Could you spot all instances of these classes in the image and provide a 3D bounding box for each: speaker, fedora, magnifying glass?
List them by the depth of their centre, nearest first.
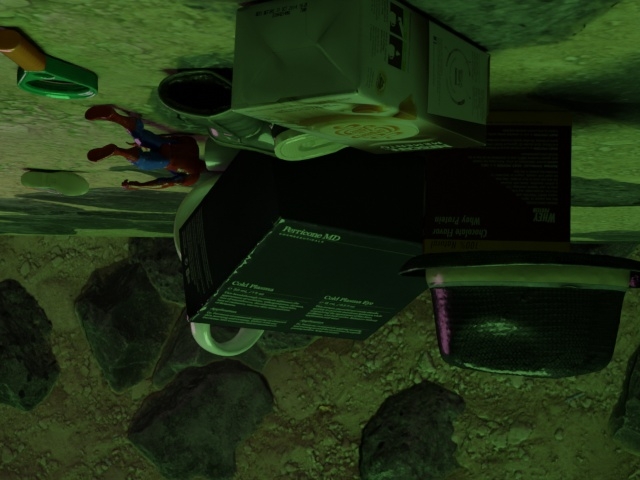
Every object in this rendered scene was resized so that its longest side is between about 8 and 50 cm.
[{"bbox_3d":[-0.310,-0.190,1.019,0.092,0.026,0.231,2,175,0],"label":"magnifying glass"},{"bbox_3d":[0.267,0.100,1.191,0.333,0.153,0.334,2,173,0],"label":"fedora"},{"bbox_3d":[-0.112,-0.136,1.444,0.136,0.055,0.055,1,176,13],"label":"speaker"}]

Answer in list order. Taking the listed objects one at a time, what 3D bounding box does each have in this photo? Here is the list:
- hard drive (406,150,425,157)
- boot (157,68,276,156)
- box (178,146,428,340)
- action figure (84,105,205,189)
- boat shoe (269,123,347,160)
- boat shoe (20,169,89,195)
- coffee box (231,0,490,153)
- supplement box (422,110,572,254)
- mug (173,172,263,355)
[{"bbox_3d":[0.148,-0.064,1.643,0.203,0.040,0.307,-20,157,17],"label":"hard drive"},{"bbox_3d":[-0.083,-0.158,1.134,0.189,0.076,0.208,-1,169,6],"label":"boot"},{"bbox_3d":[0.000,0.000,1.442,0.343,0.179,0.312,10,145,-31],"label":"box"},{"bbox_3d":[-0.280,-0.129,1.389,0.139,0.092,0.280,-7,171,24],"label":"action figure"},{"bbox_3d":[0.053,-0.156,1.066,0.233,0.079,0.084,-11,155,-9],"label":"boat shoe"},{"bbox_3d":[-0.545,-0.119,1.888,0.137,0.049,0.043,5,178,-13],"label":"boat shoe"},{"bbox_3d":[0.048,-0.152,0.876,0.141,0.098,0.246,0,175,36],"label":"coffee box"},{"bbox_3d":[0.237,-0.069,1.260,0.191,0.194,0.129,1,175,5],"label":"supplement box"},{"bbox_3d":[-0.139,0.046,1.797,0.276,0.374,0.328,19,179,30],"label":"mug"}]
